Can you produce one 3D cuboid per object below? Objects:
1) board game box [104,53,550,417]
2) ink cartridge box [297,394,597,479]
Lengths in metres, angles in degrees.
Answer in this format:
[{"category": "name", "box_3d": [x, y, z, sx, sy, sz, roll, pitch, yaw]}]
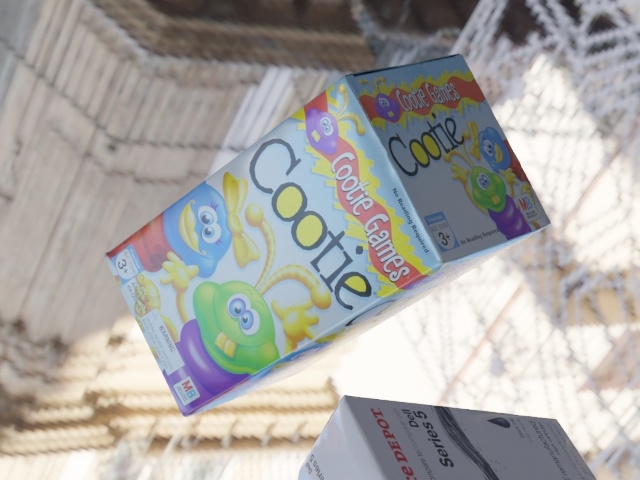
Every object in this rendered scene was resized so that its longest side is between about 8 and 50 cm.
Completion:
[{"category": "board game box", "box_3d": [0.000, 0.000, 1.164, 0.144, 0.275, 0.142, -17, -103, -50]}, {"category": "ink cartridge box", "box_3d": [0.142, 0.265, 1.554, 0.273, 0.114, 0.198, 9, -147, -31]}]
